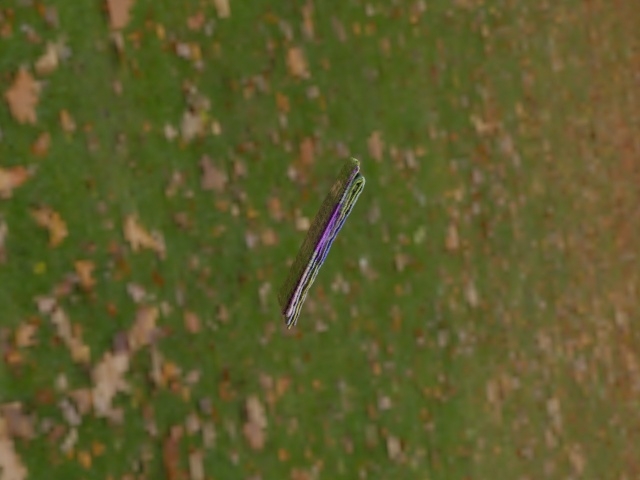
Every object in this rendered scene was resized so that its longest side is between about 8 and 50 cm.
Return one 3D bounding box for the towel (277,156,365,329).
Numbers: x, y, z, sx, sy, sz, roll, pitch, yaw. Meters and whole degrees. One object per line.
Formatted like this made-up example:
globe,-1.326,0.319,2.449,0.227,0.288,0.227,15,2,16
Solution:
towel,0.000,0.000,0.808,0.083,0.009,0.060,-64,-174,6
